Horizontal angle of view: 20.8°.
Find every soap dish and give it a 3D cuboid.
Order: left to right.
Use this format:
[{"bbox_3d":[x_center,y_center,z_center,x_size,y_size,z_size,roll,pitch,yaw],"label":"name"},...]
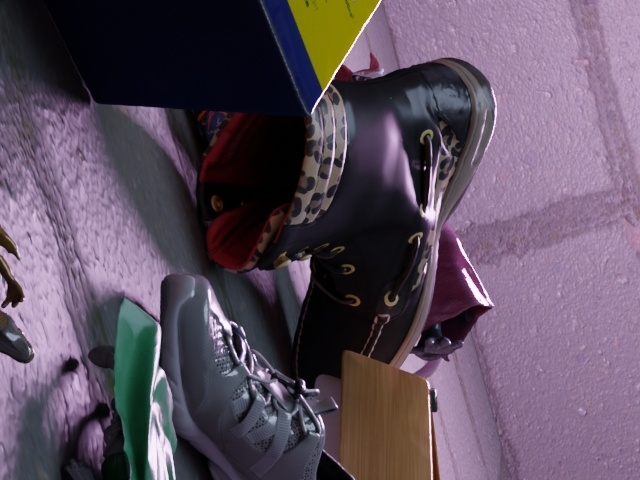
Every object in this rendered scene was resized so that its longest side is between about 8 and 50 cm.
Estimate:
[{"bbox_3d":[0.058,0.276,1.598,0.291,0.118,0.229,-88,171,-54],"label":"soap dish"}]

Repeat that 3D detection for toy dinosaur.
[{"bbox_3d":[-0.199,-0.027,0.928,0.112,0.064,0.212,-133,-145,-72],"label":"toy dinosaur"}]

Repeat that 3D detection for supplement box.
[{"bbox_3d":[-0.047,-0.284,1.310,0.356,0.194,0.195,-61,143,-36],"label":"supplement box"}]

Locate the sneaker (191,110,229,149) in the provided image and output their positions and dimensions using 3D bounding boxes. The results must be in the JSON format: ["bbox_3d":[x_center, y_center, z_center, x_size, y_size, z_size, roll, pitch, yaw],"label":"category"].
[{"bbox_3d":[-0.086,-0.132,1.612,0.087,0.083,0.221,-86,158,-45],"label":"sneaker"}]

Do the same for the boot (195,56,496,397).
[{"bbox_3d":[0.000,0.000,1.636,0.138,0.377,0.284,37,24,31],"label":"boot"}]

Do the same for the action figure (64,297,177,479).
[{"bbox_3d":[-0.114,0.163,1.070,0.232,0.063,0.137,-99,171,-50],"label":"action figure"}]

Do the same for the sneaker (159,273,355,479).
[{"bbox_3d":[-0.047,0.122,1.347,0.105,0.115,0.281,-94,166,-46],"label":"sneaker"}]

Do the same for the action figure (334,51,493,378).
[{"bbox_3d":[0.089,-0.037,1.960,0.276,0.248,0.370,51,30,-70],"label":"action figure"}]
